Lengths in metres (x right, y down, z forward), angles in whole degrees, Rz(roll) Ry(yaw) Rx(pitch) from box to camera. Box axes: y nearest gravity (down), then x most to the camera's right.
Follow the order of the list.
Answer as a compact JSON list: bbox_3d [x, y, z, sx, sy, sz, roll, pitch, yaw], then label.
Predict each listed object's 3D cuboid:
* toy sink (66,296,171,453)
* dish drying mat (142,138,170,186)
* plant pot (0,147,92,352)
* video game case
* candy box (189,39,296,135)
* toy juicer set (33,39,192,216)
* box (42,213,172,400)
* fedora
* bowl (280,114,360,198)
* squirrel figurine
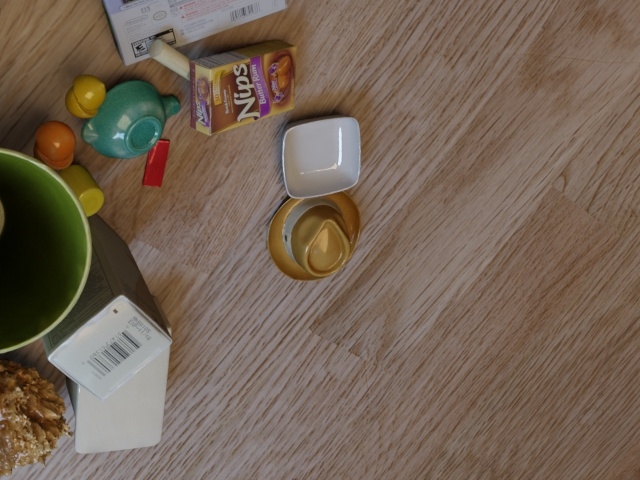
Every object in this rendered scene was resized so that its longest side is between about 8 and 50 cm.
[{"bbox_3d":[-0.353,0.227,1.723,0.152,0.131,0.234,-2,114,-23],"label":"toy sink"},{"bbox_3d":[-0.269,-0.127,1.637,0.032,0.008,0.083,4,116,-25],"label":"dish drying mat"},{"bbox_3d":[-0.490,-0.010,1.414,0.274,0.293,0.275,-5,102,-24],"label":"plant pot"},{"bbox_3d":[-0.192,-0.402,1.441,0.269,0.061,0.244,-22,145,-12],"label":"video game case"},{"bbox_3d":[-0.119,-0.242,1.568,0.186,0.053,0.109,-24,128,-40],"label":"candy box"},{"bbox_3d":[-0.304,-0.203,1.514,0.329,0.089,0.209,-43,147,-11],"label":"toy juicer set"},{"bbox_3d":[-0.350,0.085,1.533,0.148,0.311,0.121,-40,125,2],"label":"box"},{"bbox_3d":[0.000,0.000,1.783,0.194,0.079,0.194,-10,120,-19],"label":"fedora"},{"bbox_3d":[-0.005,-0.149,1.713,0.142,0.053,0.142,-13,121,-18],"label":"bowl"},{"bbox_3d":[-0.594,0.243,1.585,0.370,0.281,0.397,-56,138,0],"label":"squirrel figurine"}]
